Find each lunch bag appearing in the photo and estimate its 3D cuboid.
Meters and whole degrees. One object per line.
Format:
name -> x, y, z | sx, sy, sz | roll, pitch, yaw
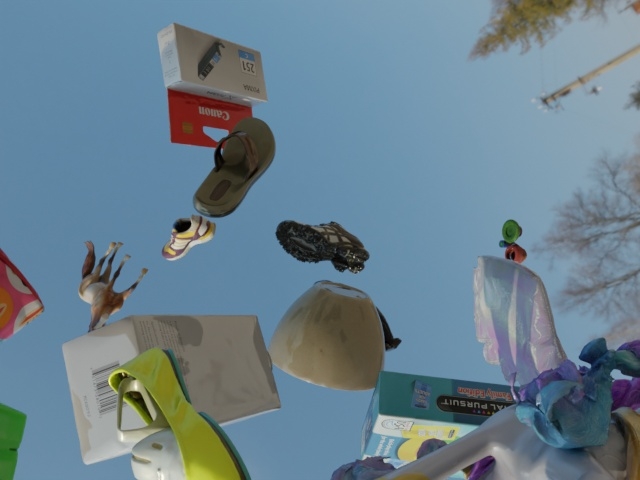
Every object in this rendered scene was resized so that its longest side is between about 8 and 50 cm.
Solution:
lunch bag -> -0.484, 0.024, 0.766 | 0.120, 0.293, 0.258 | -48, -47, -25

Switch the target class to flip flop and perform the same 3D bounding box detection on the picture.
flip flop -> -0.168, -0.158, 1.164 | 0.080, 0.112, 0.277 | 85, -157, -45

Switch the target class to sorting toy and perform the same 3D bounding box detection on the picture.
sorting toy -> 0.425, 0.006, 1.302 | 0.042, 0.061, 0.102 | 2, -96, -23

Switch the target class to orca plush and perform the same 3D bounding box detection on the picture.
orca plush -> 0.086, 0.179, 1.571 | 0.151, 0.102, 0.287 | -26, -127, -24

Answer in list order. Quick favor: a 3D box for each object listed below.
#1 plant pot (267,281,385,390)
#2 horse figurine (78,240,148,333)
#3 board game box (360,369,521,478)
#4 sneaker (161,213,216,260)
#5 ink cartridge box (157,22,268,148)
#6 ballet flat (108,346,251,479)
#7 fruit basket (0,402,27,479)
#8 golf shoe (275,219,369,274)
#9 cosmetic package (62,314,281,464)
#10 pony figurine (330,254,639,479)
plant pot -> 0.031, 0.206, 1.418 | 0.284, 0.284, 0.191 | 6, -80, -43
horse figurine -> -0.471, 0.094, 1.302 | 0.066, 0.263, 0.174 | 34, -92, -43
board game box -> 0.248, 0.326, 1.009 | 0.336, 0.254, 0.079 | 6, -128, 1
sneaker -> -0.348, -0.014, 1.488 | 0.084, 0.185, 0.069 | 34, -141, -41
ink cartridge box -> -0.245, -0.357, 1.449 | 0.296, 0.066, 0.261 | -4, -95, -54
ballet flat -> -0.140, 0.176, 0.542 | 0.077, 0.231, 0.077 | -10, -63, -29
fruit basket -> -0.699, 0.401, 0.947 | 0.392, 0.283, 0.392 | 26, -124, -45
golf shoe -> 0.000, 0.000, 1.177 | 0.198, 0.077, 0.094 | 23, -150, -21
cosmetic package -> -0.235, 0.239, 1.037 | 0.365, 0.155, 0.197 | 19, -129, -64
pony figurine -> 0.188, 0.180, 0.509 | 0.363, 0.351, 0.303 | -26, -89, -15
